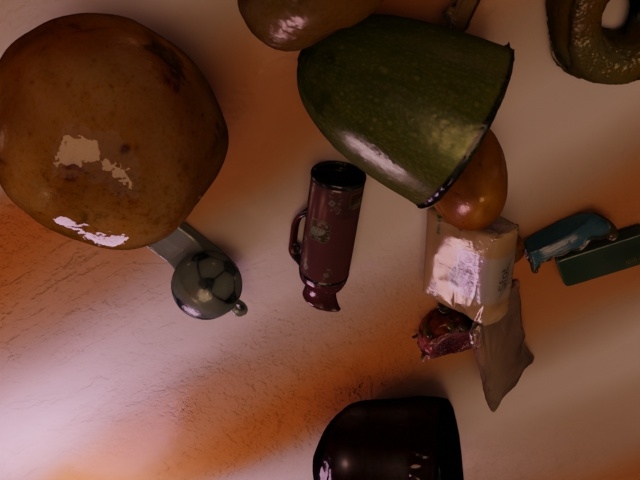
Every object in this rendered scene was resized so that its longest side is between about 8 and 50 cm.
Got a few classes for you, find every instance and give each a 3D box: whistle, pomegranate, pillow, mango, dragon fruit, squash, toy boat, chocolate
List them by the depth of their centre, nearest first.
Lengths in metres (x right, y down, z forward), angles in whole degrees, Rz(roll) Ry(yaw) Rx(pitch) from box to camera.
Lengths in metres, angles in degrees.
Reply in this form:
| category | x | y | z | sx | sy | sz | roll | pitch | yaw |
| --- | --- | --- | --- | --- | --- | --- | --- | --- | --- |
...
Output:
| category | x | y | z | sx | sy | sz | roll | pitch | yaw |
| --- | --- | --- | --- | --- | --- | --- | --- | --- | --- |
| squash | 0.110 | -0.255 | 1.126 | 0.309 | 0.310 | 0.310 | 26 | 120 | -7 |
| toy boat | 0.247 | -0.439 | 1.136 | 0.072 | 0.064 | 0.206 | 27 | 123 | 7 |
| pomegranate | -0.358 | -0.169 | 1.159 | 0.417 | 0.416 | 0.416 | 2 | 122 | 3 |
| mango | 0.272 | -0.104 | 1.227 | 0.138 | 0.257 | 0.187 | 14 | 122 | -5 |
| toy boat | 0.509 | 0.005 | 1.386 | 0.186 | 0.075 | 0.077 | -30 | 113 | 15 |
| whistle | -0.268 | 0.073 | 1.439 | 0.290 | 0.163 | 0.163 | 39 | 117 | -19 |
| dragon fruit | 0.278 | 0.196 | 1.513 | 0.147 | 0.102 | 0.096 | -14 | 128 | 1 |
| pillow | 0.409 | 0.238 | 1.517 | 0.173 | 0.067 | 0.270 | -38 | 125 | -25 |
| chocolate | 0.156 | 0.556 | 1.606 | 0.332 | 0.383 | 0.383 | -9 | 121 | 16 |

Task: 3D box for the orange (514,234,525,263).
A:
| category | x | y | z | sx | sy | sz | roll | pitch | yaw |
| --- | --- | --- | --- | --- | --- | --- | --- | --- | --- |
| orange | 0.380 | 0.015 | 1.402 | 0.085 | 0.085 | 0.085 | 2 | 122 | 3 |

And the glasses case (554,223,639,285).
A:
| category | x | y | z | sx | sy | sz | roll | pitch | yaw |
| --- | --- | --- | --- | --- | --- | --- | --- | --- | --- |
| glasses case | 0.590 | 0.032 | 1.418 | 0.184 | 0.039 | 0.077 | -20 | 119 | 16 |

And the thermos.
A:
| category | x | y | z | sx | sy | sz | roll | pitch | yaw |
| --- | --- | --- | --- | --- | --- | --- | --- | --- | --- |
| thermos | 0.002 | 0.005 | 1.403 | 0.137 | 0.109 | 0.330 | 8 | 123 | -1 |

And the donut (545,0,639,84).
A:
| category | x | y | z | sx | sy | sz | roll | pitch | yaw |
| --- | --- | --- | --- | --- | --- | --- | --- | --- | --- |
| donut | 0.505 | -0.380 | 1.128 | 0.272 | 0.107 | 0.272 | 2 | 124 | 3 |

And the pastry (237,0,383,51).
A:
| category | x | y | z | sx | sy | sz | roll | pitch | yaw |
| --- | --- | --- | --- | --- | --- | --- | --- | --- | --- |
| pastry | 0.022 | -0.427 | 1.011 | 0.356 | 0.356 | 0.164 | -37 | 123 | 23 |

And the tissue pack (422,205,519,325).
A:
| category | x | y | z | sx | sy | sz | roll | pitch | yaw |
| --- | --- | --- | --- | --- | --- | --- | --- | --- | --- |
| tissue pack | 0.299 | 0.044 | 1.375 | 0.186 | 0.090 | 0.222 | 29 | 132 | 39 |
